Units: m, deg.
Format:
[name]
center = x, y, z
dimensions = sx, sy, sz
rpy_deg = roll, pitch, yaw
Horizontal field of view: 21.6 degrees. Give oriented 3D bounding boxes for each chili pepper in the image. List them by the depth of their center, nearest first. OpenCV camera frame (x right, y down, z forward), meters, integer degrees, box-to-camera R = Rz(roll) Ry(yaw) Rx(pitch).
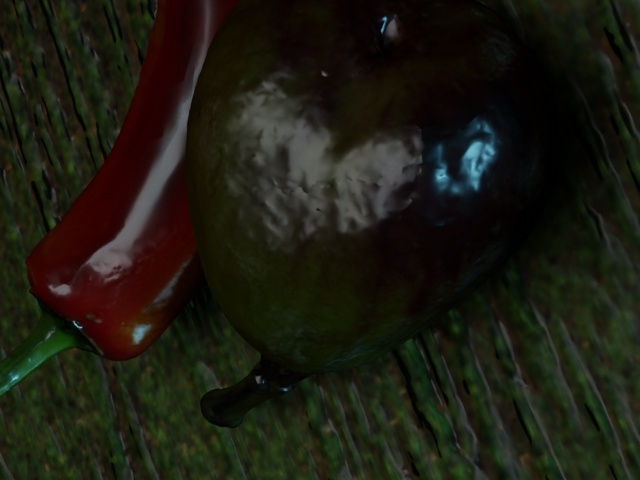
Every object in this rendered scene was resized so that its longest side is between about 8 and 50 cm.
[chili pepper]
center = -0.085, -0.070, 0.853
dimensions = 0.092, 0.137, 0.368
rpy_deg = 42, 115, 59

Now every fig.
[fig]
center = -0.002, 0.000, 0.794
dimensions = 0.170, 0.145, 0.274
rpy_deg = 38, 127, 16
